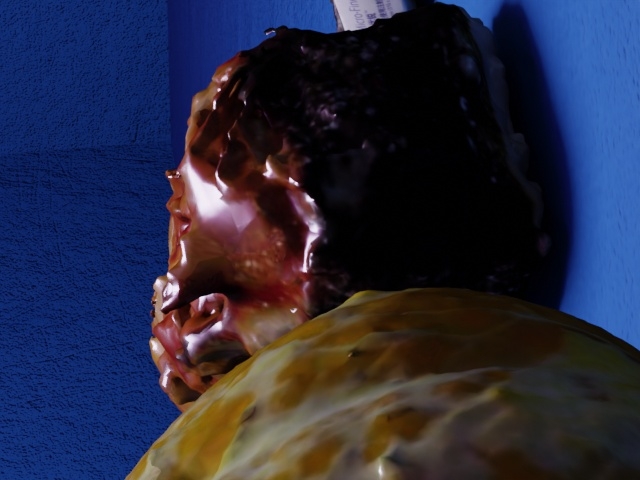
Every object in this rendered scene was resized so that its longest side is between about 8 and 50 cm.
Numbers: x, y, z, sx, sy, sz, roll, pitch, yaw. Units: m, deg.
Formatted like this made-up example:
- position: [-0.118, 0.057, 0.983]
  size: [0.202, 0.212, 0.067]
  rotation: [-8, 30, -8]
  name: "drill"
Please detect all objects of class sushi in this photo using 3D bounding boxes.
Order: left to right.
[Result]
- position: [0.000, 0.000, 0.989]
  size: [0.343, 0.182, 0.196]
  rotation: [114, 157, -68]
  name: "sushi"

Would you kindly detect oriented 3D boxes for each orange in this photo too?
- position: [0.036, 0.180, 0.602]
  size: [0.329, 0.249, 0.329]
  rotation: [-178, 90, -77]
  name: "orange"

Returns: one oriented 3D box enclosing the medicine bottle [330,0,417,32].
- position: [0.006, -0.218, 1.069]
  size: [0.201, 0.052, 0.171]
  rotation: [65, -166, -61]
  name: "medicine bottle"
